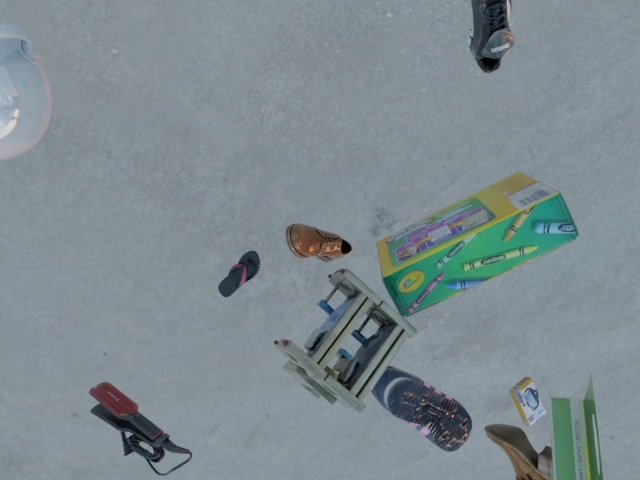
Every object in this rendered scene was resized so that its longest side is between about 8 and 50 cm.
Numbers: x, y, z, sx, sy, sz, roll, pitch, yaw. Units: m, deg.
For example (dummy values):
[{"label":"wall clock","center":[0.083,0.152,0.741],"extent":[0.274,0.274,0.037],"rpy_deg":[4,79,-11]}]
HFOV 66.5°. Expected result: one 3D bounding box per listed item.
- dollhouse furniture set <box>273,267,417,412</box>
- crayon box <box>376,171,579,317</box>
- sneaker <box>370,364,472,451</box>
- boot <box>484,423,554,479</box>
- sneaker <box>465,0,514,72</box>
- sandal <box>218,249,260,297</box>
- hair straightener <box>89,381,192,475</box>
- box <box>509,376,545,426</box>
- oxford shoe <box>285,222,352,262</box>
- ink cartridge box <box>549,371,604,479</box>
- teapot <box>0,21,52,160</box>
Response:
[{"label":"dollhouse furniture set","center":[0.013,0.138,0.685],"extent":[0.129,0.183,0.129],"rpy_deg":[42,70,-5]},{"label":"crayon box","center":[0.230,0.000,0.778],"extent":[0.278,0.165,0.081],"rpy_deg":[-27,105,11]},{"label":"sneaker","center":[0.223,0.365,1.097],"extent":[0.112,0.131,0.319],"rpy_deg":[-51,122,-8]},{"label":"boot","center":[0.451,0.516,1.098],"extent":[0.072,0.197,0.153],"rpy_deg":[-10,104,-31]},{"label":"sneaker","center":[0.322,-0.398,0.902],"extent":[0.078,0.106,0.234],"rpy_deg":[-16,161,7]},{"label":"sandal","center":[-0.238,0.102,1.407],"extent":[0.179,0.040,0.067],"rpy_deg":[-46,76,19]},{"label":"hair straightener","center":[-0.306,0.325,0.826],"extent":[0.230,0.047,0.089],"rpy_deg":[18,112,25]},{"label":"box","center":[0.632,0.495,1.480],"extent":[0.081,0.028,0.136],"rpy_deg":[-26,93,-26]},{"label":"oxford shoe","center":[0.000,0.000,1.037],"extent":[0.076,0.212,0.076],"rpy_deg":[-12,77,29]},{"label":"ink cartridge box","center":[0.357,0.306,0.689],"extent":[0.056,0.171,0.235],"rpy_deg":[-4,144,24]},{"label":"teapot","center":[-0.569,-0.234,0.756],"extent":[0.252,0.187,0.256],"rpy_deg":[19,111,5]}]
